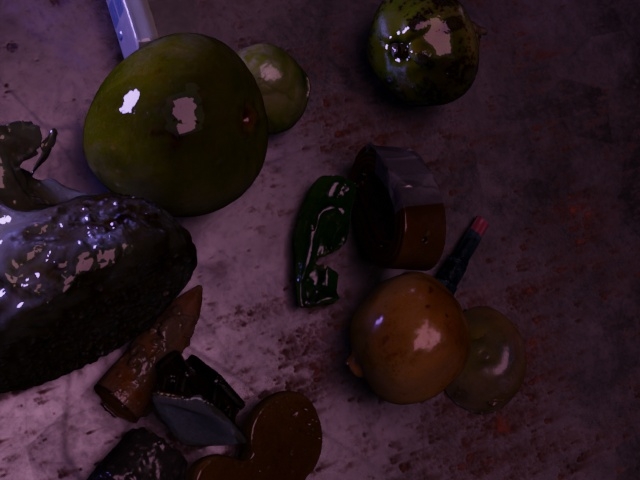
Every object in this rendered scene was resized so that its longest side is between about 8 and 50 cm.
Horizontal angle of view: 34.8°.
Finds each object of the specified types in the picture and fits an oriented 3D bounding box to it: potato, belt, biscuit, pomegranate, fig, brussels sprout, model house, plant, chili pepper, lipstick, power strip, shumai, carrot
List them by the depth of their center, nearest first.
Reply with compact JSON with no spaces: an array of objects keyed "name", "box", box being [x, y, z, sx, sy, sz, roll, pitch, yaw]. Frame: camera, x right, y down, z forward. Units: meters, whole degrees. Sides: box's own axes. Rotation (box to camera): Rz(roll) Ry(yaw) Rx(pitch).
[{"name":"shumai","box":[-0.428,0.014,1.560,0.395,0.395,0.348,-30,70,-24]},{"name":"plant","box":[-0.302,0.399,1.599,0.132,0.129,0.194,40,65,-10]},{"name":"model house","box":[-0.197,0.240,1.644,0.165,0.106,0.152,58,18,-33]},{"name":"fig","box":[-0.251,-0.178,1.663,0.316,0.316,0.316,5,77,-21]},{"name":"biscuit","box":[-0.118,0.453,1.684,0.283,0.064,0.432,31,68,-31]},{"name":"carrot","box":[-0.269,0.175,1.690,0.102,0.102,0.263,40,61,-10]},{"name":"power strip","box":[-0.340,-0.425,1.764,0.046,0.118,0.271,-16,85,-25]},{"name":"pomegranate","box":[0.157,0.172,1.784,0.233,0.233,0.233,5,77,-21]},{"name":"belt","box":[0.133,-0.062,1.821,0.105,0.184,0.261,3,47,-21]},{"name":"brussels sprout","box":[-0.104,-0.279,1.824,0.183,0.131,0.145,32,102,-14]},{"name":"chili pepper","box":[0.001,0.000,1.833,0.099,0.083,0.253,12,79,-17]},{"name":"potato","box":[0.323,0.218,1.899,0.182,0.117,0.202,35,69,-9]},{"name":"pomegranate","box":[0.227,-0.369,1.930,0.276,0.204,0.222,-9,101,-21]},{"name":"lipstick","box":[0.261,0.046,1.950,0.053,0.053,0.234,40,63,-10]}]
